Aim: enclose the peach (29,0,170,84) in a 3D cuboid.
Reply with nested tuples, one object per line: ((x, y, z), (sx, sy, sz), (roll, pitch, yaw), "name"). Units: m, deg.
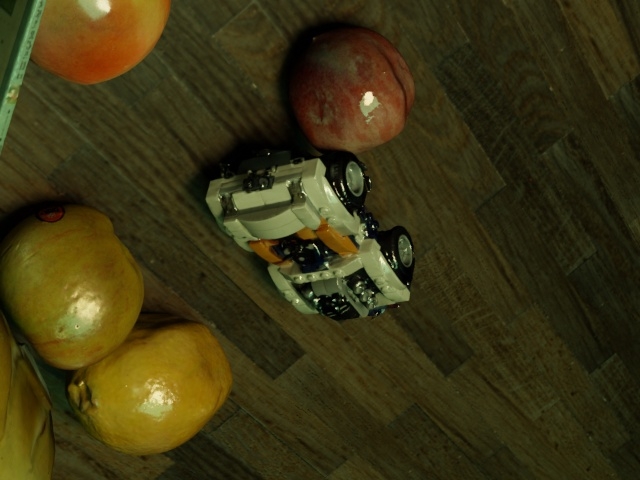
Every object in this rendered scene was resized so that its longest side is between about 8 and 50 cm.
((-0.229, -0.242, 1.098), (0.184, 0.184, 0.184), (-15, 128, -20), "peach")

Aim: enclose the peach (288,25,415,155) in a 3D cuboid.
((0.034, -0.184, 1.325), (0.152, 0.152, 0.152), (-15, 128, -20), "peach")

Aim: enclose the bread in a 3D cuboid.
((-0.414, 0.154, 1.201), (0.210, 0.300, 0.341), (-29, 129, -16), "bread")

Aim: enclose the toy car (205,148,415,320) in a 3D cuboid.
((0.000, 0.002, 1.386), (0.193, 0.118, 0.301), (-9, 138, 26), "toy car")

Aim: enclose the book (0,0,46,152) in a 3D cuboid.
((-0.310, -0.242, 1.030), (0.025, 0.215, 0.282), (0, 121, -47), "book")

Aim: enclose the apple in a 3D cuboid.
((-0.282, 0.049, 1.275), (0.155, 0.182, 0.182), (-35, 133, -15), "apple")

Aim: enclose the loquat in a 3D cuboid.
((-0.211, 0.176, 1.399), (0.234, 0.187, 0.176), (-12, 122, -60), "loquat")
